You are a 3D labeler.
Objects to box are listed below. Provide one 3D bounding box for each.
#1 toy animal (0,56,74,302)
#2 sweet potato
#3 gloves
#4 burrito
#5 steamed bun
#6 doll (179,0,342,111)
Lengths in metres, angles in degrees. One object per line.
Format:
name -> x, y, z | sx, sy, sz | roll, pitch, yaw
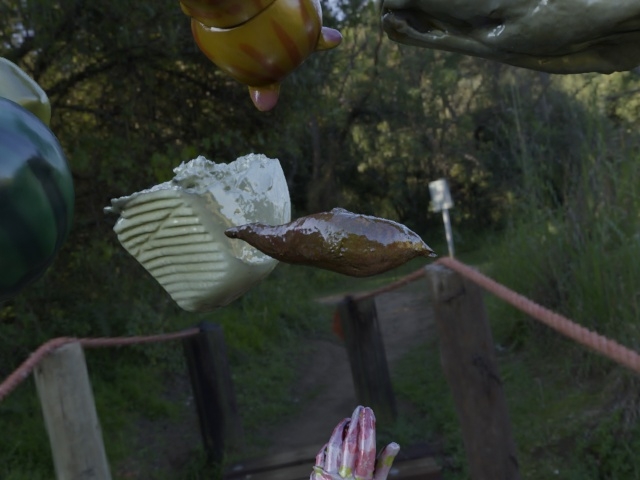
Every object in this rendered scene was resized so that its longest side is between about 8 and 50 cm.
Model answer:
toy animal -> -0.323, -0.051, 0.678 | 0.216, 0.191, 0.338 | -39, 34, -10
sweet potato -> 0.000, -0.001, 0.740 | 0.226, 0.068, 0.068 | 5, 4, 18
gloves -> 0.060, 0.445, 1.457 | 0.145, 0.241, 0.126 | 18, 17, 26
burrito -> 0.235, -0.267, 0.844 | 0.332, 0.135, 0.190 | 13, -39, 15
steamed bun -> -0.177, -0.040, 1.333 | 0.272, 0.273, 0.290 | -42, 12, -35
doll -> -0.098, -0.299, 0.847 | 0.167, 0.162, 0.269 | -38, -39, 0
